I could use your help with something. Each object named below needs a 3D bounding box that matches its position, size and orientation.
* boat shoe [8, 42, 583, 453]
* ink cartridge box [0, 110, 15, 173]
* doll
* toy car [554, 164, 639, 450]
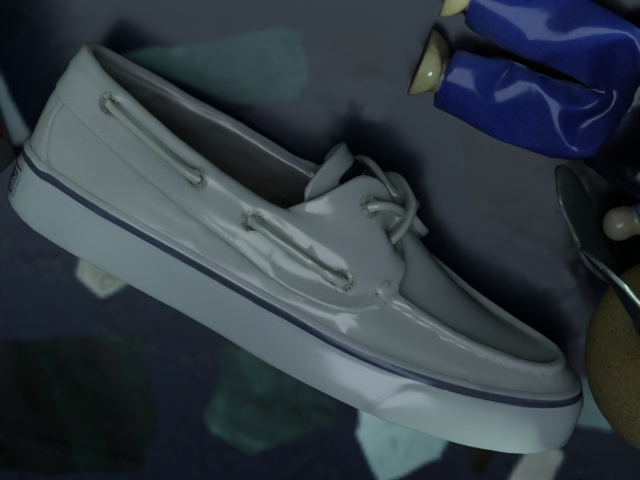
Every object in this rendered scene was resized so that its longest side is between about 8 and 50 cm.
[{"bbox_3d":[0.000,0.000,0.854,0.267,0.096,0.088,28,109,6],"label":"boat shoe"},{"bbox_3d":[-0.205,-0.101,0.814,0.085,0.148,0.203,-16,103,7],"label":"ink cartridge box"},{"bbox_3d":[0.138,-0.063,0.845,0.189,0.046,0.129,21,108,0],"label":"doll"},{"bbox_3d":[0.167,0.041,0.797,0.188,0.155,0.149,41,104,-17],"label":"toy car"}]
